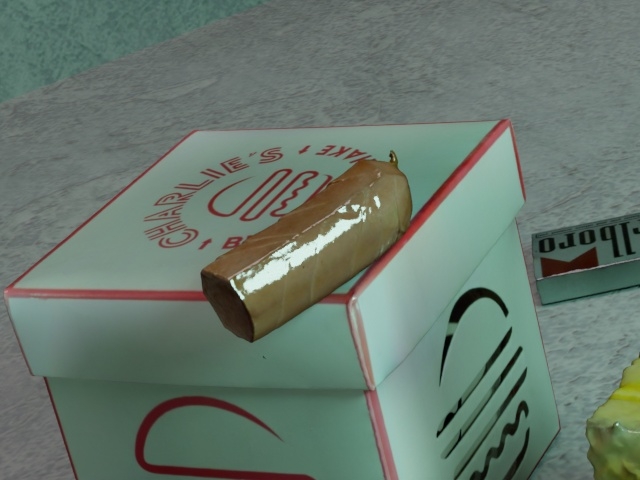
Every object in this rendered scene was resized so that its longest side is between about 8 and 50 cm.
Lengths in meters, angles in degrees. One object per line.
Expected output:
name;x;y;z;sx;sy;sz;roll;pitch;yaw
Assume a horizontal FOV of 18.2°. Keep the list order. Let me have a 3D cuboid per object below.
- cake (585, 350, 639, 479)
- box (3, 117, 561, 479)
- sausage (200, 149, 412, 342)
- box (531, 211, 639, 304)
cake;0.340;0.153;1.346;0.227;0.222;0.286;2;28;33
box;-0.012;0.097;1.598;0.312;0.300;0.314;-1;26;29
sausage;0.000;0.001;1.364;0.169;0.065;0.065;-34;27;-22
box;0.298;0.009;1.956;0.177;0.036;0.115;-12;23;9
